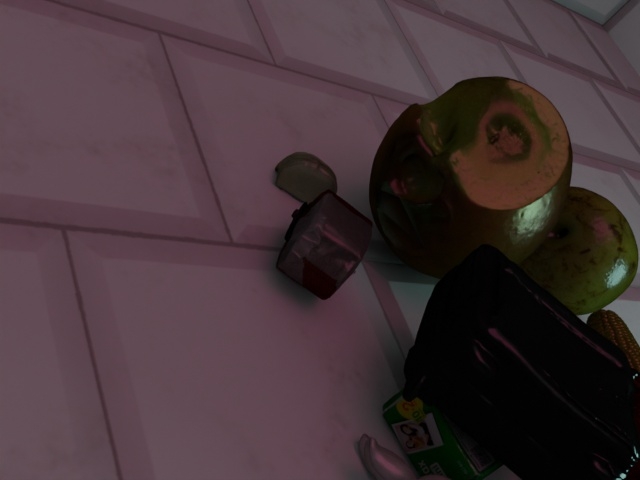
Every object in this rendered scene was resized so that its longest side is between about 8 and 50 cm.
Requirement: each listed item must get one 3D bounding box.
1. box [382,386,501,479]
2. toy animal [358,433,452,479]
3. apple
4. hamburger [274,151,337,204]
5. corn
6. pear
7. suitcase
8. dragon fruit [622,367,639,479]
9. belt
[{"bbox_3d":[0.229,0.290,1.315,0.250,0.103,0.180,-11,62,-48],"label":"box"},{"bbox_3d":[0.136,0.368,1.159,0.220,0.131,0.104,24,4,12],"label":"toy animal"},{"bbox_3d":[0.264,-0.115,1.526,0.374,0.384,0.374,7,21,-3],"label":"apple"},{"bbox_3d":[-0.017,-0.113,1.494,0.121,0.084,0.054,37,34,-13],"label":"hamburger"},{"bbox_3d":[0.647,0.277,1.746,0.106,0.106,0.305,17,40,-33],"label":"corn"},{"bbox_3d":[0.540,0.025,1.770,0.283,0.283,0.284,27,39,-24],"label":"pear"},{"bbox_3d":[0.316,0.196,1.272,0.345,0.188,0.339,39,31,-5],"label":"suitcase"},{"bbox_3d":[0.541,0.409,1.485,0.286,0.228,0.329,56,20,-12],"label":"dragon fruit"},{"bbox_3d":[0.000,0.000,1.357,0.124,0.128,0.201,37,32,-9],"label":"belt"}]
